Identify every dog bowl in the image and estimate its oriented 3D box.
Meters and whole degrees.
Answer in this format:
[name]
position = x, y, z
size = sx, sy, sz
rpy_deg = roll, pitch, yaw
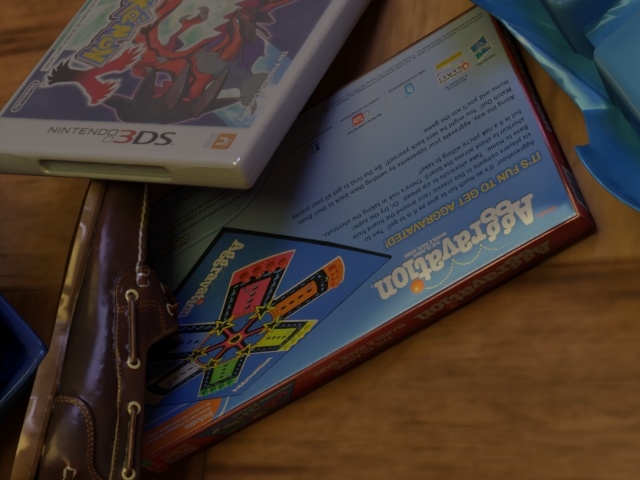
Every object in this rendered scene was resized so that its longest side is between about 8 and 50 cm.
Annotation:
[dog bowl]
position = 0.175, -0.124, 0.964
size = 0.166, 0.074, 0.297
rpy_deg = -40, 57, 13

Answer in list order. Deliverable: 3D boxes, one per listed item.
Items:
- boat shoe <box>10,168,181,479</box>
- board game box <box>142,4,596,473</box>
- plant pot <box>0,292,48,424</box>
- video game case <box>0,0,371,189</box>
[boat shoe]
position = -0.111, 0.051, 1.044
size = 0.073, 0.073, 0.207
rpy_deg = 11, 65, -3
[board game box]
position = 0.000, 0.000, 1.050
size = 0.281, 0.027, 0.145
rpy_deg = -30, 58, 19
[plant pot]
position = -0.307, 0.054, 1.088
size = 0.236, 0.212, 0.236
rpy_deg = -46, 57, -3
[video game case]
position = -0.073, -0.108, 1.085
size = 0.183, 0.023, 0.201
rpy_deg = 5, 47, 32
